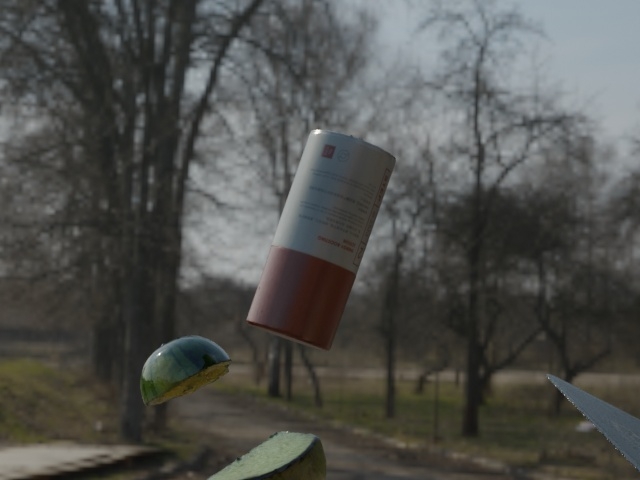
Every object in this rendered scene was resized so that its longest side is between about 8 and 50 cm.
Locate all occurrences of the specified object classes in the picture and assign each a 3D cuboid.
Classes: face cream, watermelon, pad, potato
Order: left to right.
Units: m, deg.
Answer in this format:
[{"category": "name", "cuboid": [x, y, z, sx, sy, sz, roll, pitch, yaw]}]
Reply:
[{"category": "watermelon", "cuboid": [-0.152, 0.138, 1.397, 0.106, 0.062, 0.105, -26, -8, -4]}, {"category": "potato", "cuboid": [-0.053, 0.305, 1.487, 0.081, 0.120, 0.149, 3, 19, 39]}, {"category": "face cream", "cuboid": [0.000, 0.000, 1.339, 0.096, 0.214, 0.096, 19, -7, 2]}, {"category": "pad", "cuboid": [0.401, 0.225, 1.506, 0.315, 0.063, 0.375, 26, 8, -16]}]
